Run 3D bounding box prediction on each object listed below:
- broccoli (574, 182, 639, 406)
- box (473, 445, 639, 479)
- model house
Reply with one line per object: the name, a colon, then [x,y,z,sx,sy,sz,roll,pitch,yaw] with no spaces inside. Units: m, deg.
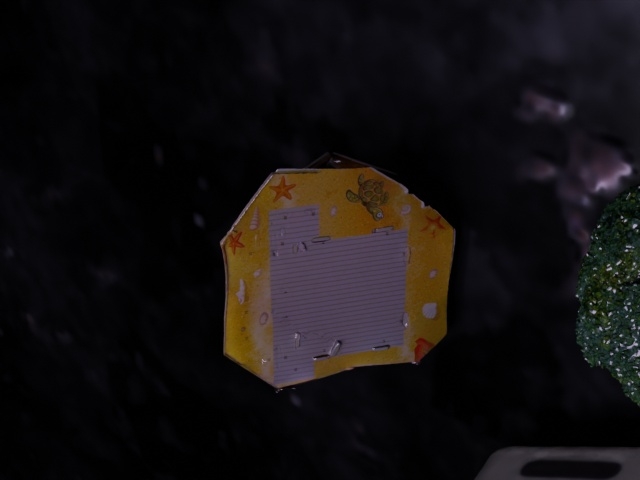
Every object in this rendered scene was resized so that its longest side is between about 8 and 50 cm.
broccoli: [0.263,0.034,0.857,0.156,0.195,0.195,22,139,-14]
box: [0.327,0.328,1.000,0.367,0.090,0.373,-8,116,47]
model house: [0.000,0.000,1.098,0.136,0.207,0.219,-118,21,-57]
